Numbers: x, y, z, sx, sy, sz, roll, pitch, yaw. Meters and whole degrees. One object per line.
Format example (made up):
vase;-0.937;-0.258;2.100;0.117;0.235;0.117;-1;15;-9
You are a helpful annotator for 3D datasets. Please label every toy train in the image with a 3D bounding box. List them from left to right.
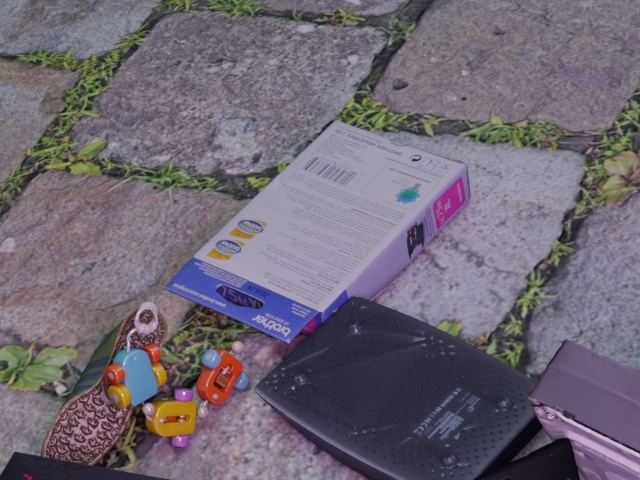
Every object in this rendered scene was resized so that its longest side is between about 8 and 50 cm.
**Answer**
toy train;-0.150;0.131;1.623;0.046;0.166;0.125;7;67;46

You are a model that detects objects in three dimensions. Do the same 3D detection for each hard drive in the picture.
hard drive;0.080;0.159;1.580;0.254;0.054;0.172;25;54;36
hard drive;0.308;0.216;1.242;0.237;0.339;0.064;25;72;35

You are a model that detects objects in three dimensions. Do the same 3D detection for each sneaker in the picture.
sneaker;-0.218;0.157;1.664;0.064;0.086;0.192;32;78;-7

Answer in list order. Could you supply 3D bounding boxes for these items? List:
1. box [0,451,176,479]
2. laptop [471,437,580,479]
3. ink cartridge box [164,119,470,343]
box;-0.169;0.305;1.419;0.270;0.143;0.165;5;44;22
laptop;0.151;0.293;1.071;0.234;0.264;0.136;-19;8;-34
ink cartridge box;0.000;0.000;1.774;0.185;0.065;0.311;22;50;34
